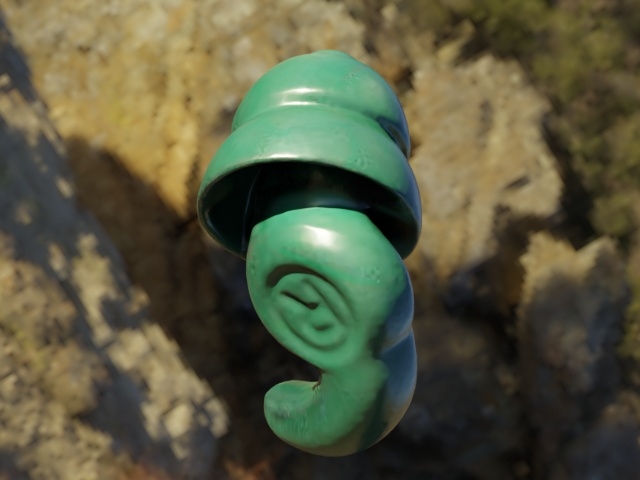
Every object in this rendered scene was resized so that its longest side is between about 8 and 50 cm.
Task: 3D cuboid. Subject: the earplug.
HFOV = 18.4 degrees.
[{"bbox_3d":[0.008,0.002,1.448,0.257,0.164,0.280,48,44,-59],"label":"earplug"}]
